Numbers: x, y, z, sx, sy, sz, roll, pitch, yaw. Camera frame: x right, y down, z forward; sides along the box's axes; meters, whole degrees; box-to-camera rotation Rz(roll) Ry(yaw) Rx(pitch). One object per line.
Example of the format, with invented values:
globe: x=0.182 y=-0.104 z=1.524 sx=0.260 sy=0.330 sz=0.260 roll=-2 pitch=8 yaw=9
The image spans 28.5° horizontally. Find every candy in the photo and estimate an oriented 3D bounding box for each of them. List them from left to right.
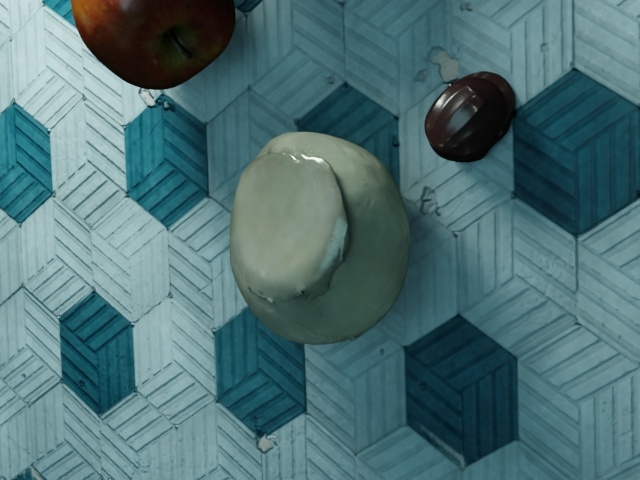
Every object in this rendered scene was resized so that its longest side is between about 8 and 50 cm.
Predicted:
candy: x=0.000 y=0.000 z=1.642 sx=0.295 sy=0.185 sz=0.296 roll=-9 pitch=78 yaw=47

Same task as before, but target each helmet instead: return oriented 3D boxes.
helmet: x=0.178 y=-0.153 z=1.566 sx=0.098 sy=0.070 sz=0.123 roll=45 pitch=119 yaw=23

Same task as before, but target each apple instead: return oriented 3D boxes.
apple: x=-0.237 y=-0.333 z=1.756 sx=0.230 sy=0.230 sz=0.230 roll=4 pitch=97 yaw=35
